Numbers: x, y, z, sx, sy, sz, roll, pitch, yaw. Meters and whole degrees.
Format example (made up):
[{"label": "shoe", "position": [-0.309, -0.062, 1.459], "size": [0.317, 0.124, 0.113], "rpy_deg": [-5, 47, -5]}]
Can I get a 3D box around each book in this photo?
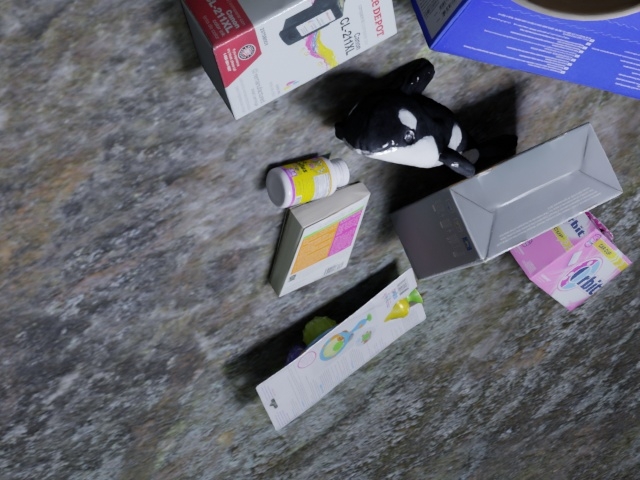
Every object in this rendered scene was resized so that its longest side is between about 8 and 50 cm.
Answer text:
[{"label": "book", "position": [0.000, 0.000, 2.122], "size": [0.096, 0.035, 0.144], "rpy_deg": [-23, 152, -26]}]

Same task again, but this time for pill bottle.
[{"label": "pill bottle", "position": [-0.012, -0.063, 1.986], "size": [0.083, 0.043, 0.043], "rpy_deg": [-16, 149, -31]}]

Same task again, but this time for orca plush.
[{"label": "orca plush", "position": [0.119, -0.130, 1.956], "size": [0.287, 0.151, 0.102], "rpy_deg": [7, 102, -48]}]

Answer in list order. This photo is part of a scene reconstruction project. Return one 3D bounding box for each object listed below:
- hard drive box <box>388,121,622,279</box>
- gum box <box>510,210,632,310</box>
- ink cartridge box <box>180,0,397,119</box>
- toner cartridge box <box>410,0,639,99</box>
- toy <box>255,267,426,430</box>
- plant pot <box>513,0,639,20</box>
[{"label": "hard drive box", "position": [0.200, -0.039, 2.103], "size": [0.181, 0.089, 0.232], "rpy_deg": [-25, 180, -16]}, {"label": "gum box", "position": [0.329, 0.020, 2.478], "size": [0.107, 0.062, 0.188], "rpy_deg": [-38, 153, 10]}, {"label": "ink cartridge box", "position": [-0.026, -0.204, 1.699], "size": [0.175, 0.072, 0.127], "rpy_deg": [-29, 153, -7]}, {"label": "toner cartridge box", "position": [0.277, -0.235, 1.874], "size": [0.348, 0.075, 0.165], "rpy_deg": [10, 138, -34]}, {"label": "toy", "position": [0.017, 0.122, 2.321], "size": [0.237, 0.056, 0.137], "rpy_deg": [-34, 150, -8]}, {"label": "plant pot", "position": [0.264, -0.324, 1.651], "size": [0.256, 0.256, 0.274], "rpy_deg": [-44, 171, 21]}]
